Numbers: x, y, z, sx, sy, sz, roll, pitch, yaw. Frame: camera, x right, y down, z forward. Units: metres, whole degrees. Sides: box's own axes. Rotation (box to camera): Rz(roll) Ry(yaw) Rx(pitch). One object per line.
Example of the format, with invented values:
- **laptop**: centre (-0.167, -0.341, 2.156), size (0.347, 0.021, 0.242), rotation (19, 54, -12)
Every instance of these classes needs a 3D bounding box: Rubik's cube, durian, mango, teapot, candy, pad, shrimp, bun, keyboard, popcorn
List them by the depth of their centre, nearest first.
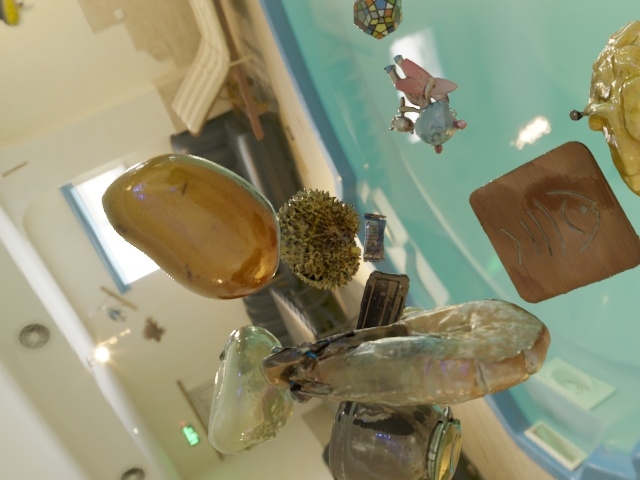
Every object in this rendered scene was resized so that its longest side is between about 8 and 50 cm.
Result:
- **shrimp**: centre (0.118, 0.168, 0.994), size (0.221, 0.445, 0.110), rotation (-69, -35, -60)
- **popcorn**: centre (0.626, -0.231, 1.071), size (0.349, 0.381, 0.349), rotation (37, -139, -40)
- **mango**: centre (-0.204, -0.027, 1.099), size (0.317, 0.211, 0.173), rotation (31, 176, -28)
- **teapot**: centre (0.148, 0.437, 1.292), size (0.239, 0.322, 0.239), rotation (8, 151, 28)
- **pad**: centre (0.485, -0.030, 1.365), size (0.284, 0.018, 0.287), rotation (-30, 89, 40)
- **bun**: centre (-0.137, 0.327, 1.409), size (0.283, 0.179, 0.284), rotation (-168, 90, -78)
- **keyboard**: centre (0.133, 0.192, 1.510), size (0.016, 0.106, 0.263), rotation (-107, 27, -68)
- **Rubik's cube**: centre (0.146, -0.583, 1.667), size (0.133, 0.133, 0.112), rotation (63, 178, -1)
- **durian**: centre (-0.004, 0.006, 1.760), size (0.293, 0.258, 0.258), rotation (44, 163, 14)
- **candy**: centre (0.151, -0.005, 1.792), size (0.038, 0.088, 0.136), rotation (-4, 83, 47)

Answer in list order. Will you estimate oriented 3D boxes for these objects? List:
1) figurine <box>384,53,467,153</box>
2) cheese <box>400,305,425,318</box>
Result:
- **figurine**: centre (0.229, -0.329, 1.605), size (0.205, 0.102, 0.260), rotation (-42, 73, 35)
- **cheese**: centre (0.254, 0.229, 1.574), size (0.167, 0.123, 0.094), rotation (33, 114, 59)
